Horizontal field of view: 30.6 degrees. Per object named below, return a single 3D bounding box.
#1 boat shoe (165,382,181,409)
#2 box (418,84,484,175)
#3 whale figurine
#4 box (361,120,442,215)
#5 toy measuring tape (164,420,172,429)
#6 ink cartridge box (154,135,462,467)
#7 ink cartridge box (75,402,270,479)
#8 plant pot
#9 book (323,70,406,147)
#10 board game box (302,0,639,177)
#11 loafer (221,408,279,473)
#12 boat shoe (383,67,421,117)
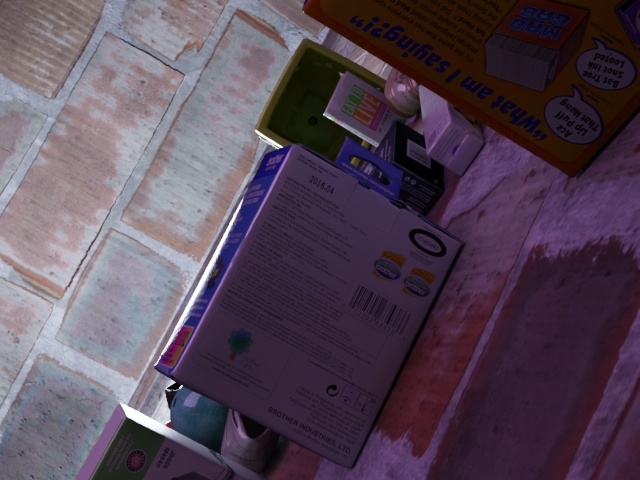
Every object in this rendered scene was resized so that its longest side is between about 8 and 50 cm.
[{"bbox_3d":[-0.206,0.263,2.221,0.073,0.073,0.207,0,25,46],"label":"boat shoe"},{"bbox_3d":[0.199,-0.197,1.812,0.067,0.063,0.324,-54,13,21],"label":"box"},{"bbox_3d":[-0.190,0.254,2.078,0.216,0.141,0.272,135,144,-53],"label":"whale figurine"},{"bbox_3d":[0.111,-0.076,1.825,0.158,0.093,0.156,-56,12,28],"label":"box"},{"bbox_3d":[-0.258,0.370,2.250,0.121,0.121,0.330,-57,12,14],"label":"toy measuring tape"},{"bbox_3d":[-0.001,0.056,1.523,0.396,0.270,0.151,-62,16,-8],"label":"ink cartridge box"},{"bbox_3d":[-0.199,0.376,1.593,0.198,0.272,0.115,-62,14,-6],"label":"ink cartridge box"},{"bbox_3d":[0.001,-0.264,2.475,0.227,0.228,0.207,-62,5,-5],"label":"plant pot"},{"bbox_3d":[0.087,-0.240,2.208,0.096,0.144,0.035,-65,12,-23],"label":"book"},{"bbox_3d":[0.243,-0.367,1.287,0.356,0.356,0.356,-52,14,35],"label":"board game box"},{"bbox_3d":[-0.089,0.224,1.894,0.111,0.112,0.320,111,169,-47],"label":"loafer"},{"bbox_3d":[0.194,-0.358,2.182,0.089,0.104,0.285,-38,35,53],"label":"boat shoe"}]
